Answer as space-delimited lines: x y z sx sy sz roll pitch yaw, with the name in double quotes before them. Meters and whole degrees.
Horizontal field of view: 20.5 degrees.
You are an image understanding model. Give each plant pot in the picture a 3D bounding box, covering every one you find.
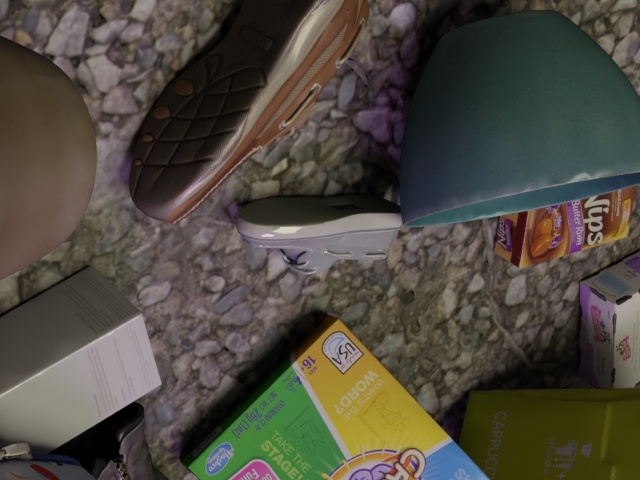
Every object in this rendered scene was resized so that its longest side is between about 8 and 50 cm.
"plant pot" -0.346 -0.064 1.460 0.280 0.323 0.323 -6 122 -57
"plant pot" 0.213 -0.137 1.910 0.290 0.290 0.195 -7 84 -37

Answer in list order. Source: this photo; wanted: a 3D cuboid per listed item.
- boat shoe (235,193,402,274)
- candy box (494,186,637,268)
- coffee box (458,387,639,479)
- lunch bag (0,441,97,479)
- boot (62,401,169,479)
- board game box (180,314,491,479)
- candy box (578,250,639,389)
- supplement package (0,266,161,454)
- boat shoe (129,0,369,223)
"boat shoe" 0.000 0.000 1.923 0.227 0.079 0.081 -4 115 -42
"candy box" 0.306 -0.041 2.177 0.186 0.053 0.109 -16 125 -34
"coffee box" 0.351 0.411 2.210 0.334 0.338 0.338 68 29 -43
"lunch bag" -0.326 0.328 1.663 0.303 0.115 0.243 -58 153 10
"boot" -0.249 0.351 1.853 0.223 0.118 0.338 67 31 -42
"board game box" 0.036 0.281 2.020 0.242 0.064 0.316 -45 99 -9
"candy box" 0.439 0.096 2.364 0.196 0.070 0.165 -25 131 -27
"supplement package" -0.267 0.127 1.761 0.179 0.105 0.105 -30 134 -23
"boat shoe" -0.059 -0.142 1.756 0.324 0.123 0.116 -50 139 0
